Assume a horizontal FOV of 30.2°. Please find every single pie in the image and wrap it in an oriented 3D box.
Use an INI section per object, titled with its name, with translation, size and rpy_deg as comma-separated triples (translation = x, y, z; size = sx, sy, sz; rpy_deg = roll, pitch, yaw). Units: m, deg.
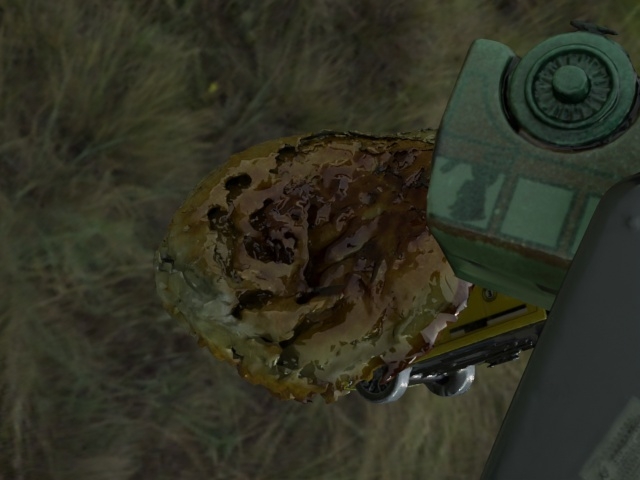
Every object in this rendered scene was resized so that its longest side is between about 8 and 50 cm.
[pie]
translation = 0.000, 0.001, 0.965
size = 0.308, 0.308, 0.085
rpy_deg = -49, 145, -29

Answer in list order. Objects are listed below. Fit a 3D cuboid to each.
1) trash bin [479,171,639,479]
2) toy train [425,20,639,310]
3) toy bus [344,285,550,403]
[trash bin]
translation = 0.141, 0.053, 0.430
size = 0.236, 0.101, 0.176
rpy_deg = -14, 128, -62
[toy train]
translation = 0.215, -0.014, 0.677
size = 0.327, 0.129, 0.159
rpy_deg = 17, 79, 21
[toy bus]
translation = 0.168, 0.051, 1.110
size = 0.145, 0.331, 0.151
rpy_deg = 5, 67, -52
